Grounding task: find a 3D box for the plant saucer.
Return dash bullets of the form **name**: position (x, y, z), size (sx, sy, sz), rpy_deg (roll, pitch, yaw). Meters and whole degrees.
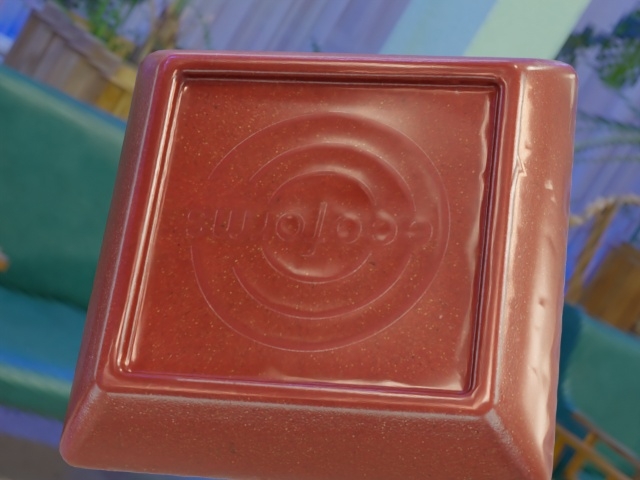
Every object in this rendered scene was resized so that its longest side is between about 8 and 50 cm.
- **plant saucer**: position (0.000, 0.000, 0.833), size (0.259, 0.259, 0.047), rpy_deg (3, -25, 12)
